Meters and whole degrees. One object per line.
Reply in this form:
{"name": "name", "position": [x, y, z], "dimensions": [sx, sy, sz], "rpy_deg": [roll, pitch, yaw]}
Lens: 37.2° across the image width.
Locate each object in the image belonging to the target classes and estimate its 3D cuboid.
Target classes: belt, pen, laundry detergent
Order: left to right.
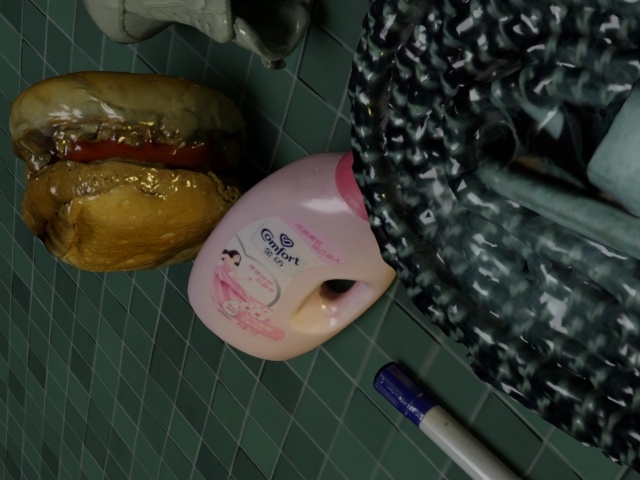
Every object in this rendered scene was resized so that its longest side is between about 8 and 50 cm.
{"name": "laundry detergent", "position": [0.000, 0.000, 0.842], "dimensions": [0.159, 0.088, 0.335], "rpy_deg": [32, 140, -12]}
{"name": "pen", "position": [0.148, 0.201, 0.826], "dimensions": [0.269, 0.033, 0.033], "rpy_deg": [40, 135, 30]}
{"name": "belt", "position": [0.158, -0.030, 0.340], "dimensions": [0.295, 0.160, 0.207], "rpy_deg": [27, 125, 43]}

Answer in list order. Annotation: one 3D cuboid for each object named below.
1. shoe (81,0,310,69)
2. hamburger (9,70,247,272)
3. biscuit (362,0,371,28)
{"name": "shoe", "position": [-0.096, -0.232, 0.822], "dimensions": [0.342, 0.132, 0.211], "rpy_deg": [-35, 77, 48]}
{"name": "hamburger", "position": [-0.183, -0.070, 0.944], "dimensions": [0.244, 0.244, 0.163], "rpy_deg": [-34, 60, 52]}
{"name": "biscuit", "position": [0.135, -0.133, 0.570], "dimensions": [0.332, 0.103, 0.332], "rpy_deg": [47, 148, 42]}
